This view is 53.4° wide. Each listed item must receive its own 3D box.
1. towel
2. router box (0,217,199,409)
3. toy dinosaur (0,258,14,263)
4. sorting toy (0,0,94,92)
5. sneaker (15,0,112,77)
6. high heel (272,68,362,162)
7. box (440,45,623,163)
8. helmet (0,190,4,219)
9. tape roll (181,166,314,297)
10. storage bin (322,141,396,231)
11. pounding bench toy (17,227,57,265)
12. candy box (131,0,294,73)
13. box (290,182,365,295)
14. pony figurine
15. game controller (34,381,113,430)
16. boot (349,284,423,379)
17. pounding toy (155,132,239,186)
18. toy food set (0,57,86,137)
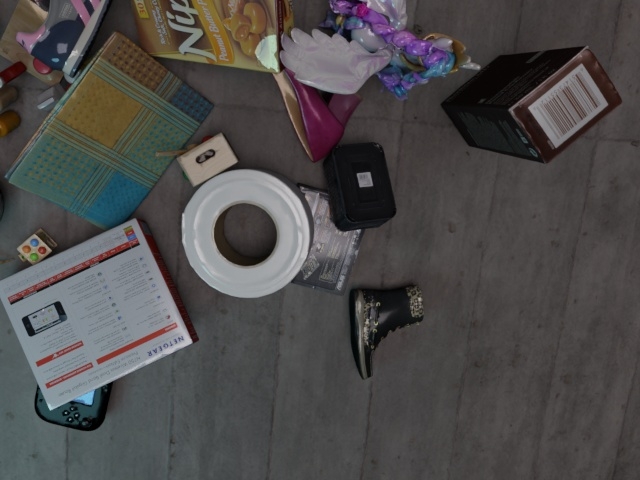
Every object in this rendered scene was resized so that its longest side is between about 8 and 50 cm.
[{"bbox_3d":[-0.432,-0.214,1.336,0.370,0.040,0.271,-52,132,4],"label":"towel"},{"bbox_3d":[-0.483,0.157,1.387,0.336,0.082,0.301,-25,87,-3],"label":"router box"},{"bbox_3d":[-0.793,0.025,1.372,0.211,0.064,0.112,41,93,-17],"label":"toy dinosaur"},{"bbox_3d":[-0.557,-0.400,1.300,0.275,0.046,0.132,32,112,-15],"label":"sorting toy"},{"bbox_3d":[-0.469,-0.479,1.223,0.131,0.112,0.318,23,71,-21],"label":"sneaker"},{"bbox_3d":[-0.096,-0.333,1.364,0.377,0.127,0.181,33,93,-16],"label":"high heel"},{"bbox_3d":[0.419,-0.288,1.331,0.191,0.381,0.143,-40,104,1],"label":"box"},{"bbox_3d":[-0.741,-0.068,1.306,0.170,0.169,0.161,-22,90,-3],"label":"helmet"},{"bbox_3d":[-0.159,-0.020,1.413,0.286,0.100,0.286,1,100,5],"label":"tape roll"},{"bbox_3d":[0.086,-0.120,1.429,0.122,0.084,0.180,-8,80,-18],"label":"storage bin"},{"bbox_3d":[-0.633,0.024,1.397,0.083,0.065,0.052,-39,107,2],"label":"pounding bench toy"},{"bbox_3d":[-0.210,-0.443,1.237,0.317,0.087,0.182,12,129,17],"label":"candy box"},{"bbox_3d":[0.000,0.000,1.502,0.183,0.056,0.230,15,101,-12],"label":"box"},{"bbox_3d":[0.110,-0.409,1.256,0.351,0.363,0.302,22,100,-14],"label":"pony figurine"},{"bbox_3d":[-0.558,0.287,1.476,0.167,0.067,0.319,13,101,-13],"label":"game controller"},{"bbox_3d":[0.166,0.223,1.573,0.179,0.085,0.236,-7,105,-10],"label":"boot"},{"bbox_3d":[-0.261,-0.180,1.372,0.141,0.130,0.100,-30,100,-1],"label":"pounding toy"},{"bbox_3d":[-0.585,-0.295,1.267,0.232,0.104,0.111,-24,116,15],"label":"toy food set"}]
